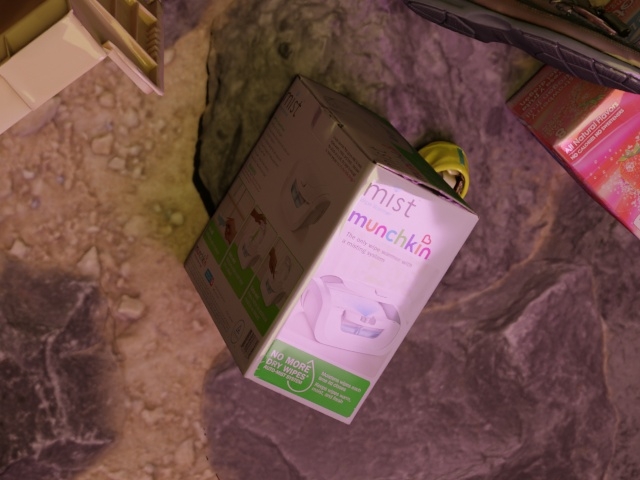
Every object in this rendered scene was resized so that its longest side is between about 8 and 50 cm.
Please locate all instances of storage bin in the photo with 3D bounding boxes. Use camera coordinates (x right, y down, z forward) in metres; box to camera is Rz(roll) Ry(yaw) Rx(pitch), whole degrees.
[{"bbox_3d":[-0.272,-0.130,1.697,0.262,0.260,0.123,-35,113,11],"label":"storage bin"}]

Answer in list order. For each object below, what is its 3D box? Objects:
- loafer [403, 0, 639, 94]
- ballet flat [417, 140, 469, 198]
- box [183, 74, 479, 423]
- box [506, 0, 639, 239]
[{"bbox_3d":[0.207,-0.215,1.846,0.267,0.096,0.084,22,84,20],"label":"loafer"},{"bbox_3d":[0.075,0.004,1.971,0.077,0.077,0.231,29,101,-25],"label":"ballet flat"},{"bbox_3d":[0.000,0.000,1.847,0.127,0.262,0.231,27,101,-25],"label":"box"},{"bbox_3d":[0.353,-0.170,1.943,0.300,0.142,0.154,-44,116,4],"label":"box"}]
